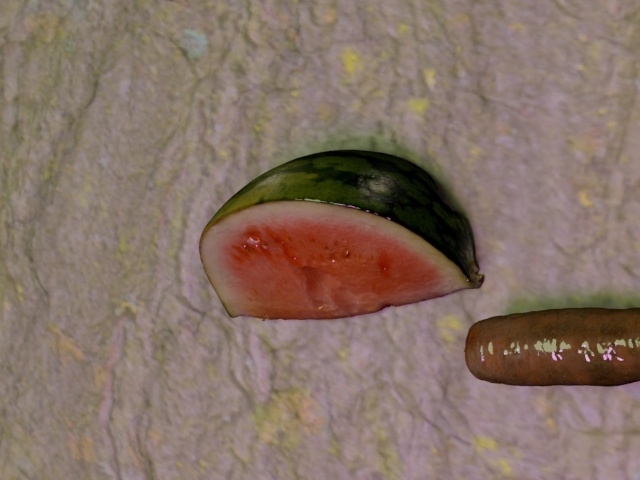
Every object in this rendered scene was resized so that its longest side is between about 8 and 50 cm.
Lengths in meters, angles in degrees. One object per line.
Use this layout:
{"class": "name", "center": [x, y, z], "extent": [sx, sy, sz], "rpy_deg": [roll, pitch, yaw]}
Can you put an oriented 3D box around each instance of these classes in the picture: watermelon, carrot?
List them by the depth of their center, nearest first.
{"class": "carrot", "center": [0.269, 0.081, 1.374], "extent": [0.342, 0.070, 0.070], "rpy_deg": [-6, 83, 36]}
{"class": "watermelon", "center": [0.004, -0.025, 1.610], "extent": [0.303, 0.159, 0.128], "rpy_deg": [-11, 42, 40]}
